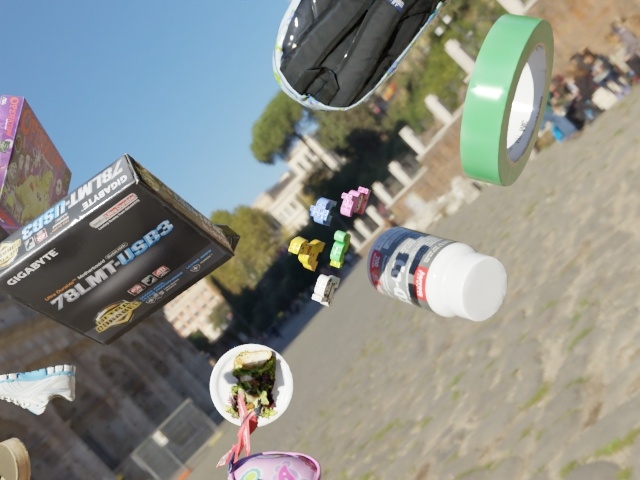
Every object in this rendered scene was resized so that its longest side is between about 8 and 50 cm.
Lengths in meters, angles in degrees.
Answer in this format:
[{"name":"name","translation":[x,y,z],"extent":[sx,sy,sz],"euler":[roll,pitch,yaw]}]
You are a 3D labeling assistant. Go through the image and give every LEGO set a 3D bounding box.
[{"name":"LEGO set","translation":[0.000,0.000,1.562],"extent":[0.093,0.087,0.227],"euler":[9,-81,-62]}]

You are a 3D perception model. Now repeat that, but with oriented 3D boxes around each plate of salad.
[{"name":"plate of salad","translation":[-0.164,0.348,2.071],"extent":[0.200,0.200,0.048],"euler":[-44,1,-2]}]

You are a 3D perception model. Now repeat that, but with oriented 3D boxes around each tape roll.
[{"name":"tape roll","translation":[0.360,-0.265,1.657],"extent":[0.321,0.077,0.321],"euler":[-44,-38,-49]}]

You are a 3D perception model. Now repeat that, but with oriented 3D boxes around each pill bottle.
[{"name":"pill bottle","translation":[0.245,0.071,1.846],"extent":[0.161,0.161,0.283],"euler":[-44,33,-21]}]

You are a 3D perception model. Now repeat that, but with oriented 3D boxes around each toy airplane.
[{"name":"toy airplane","translation":[-0.132,0.335,1.466],"extent":[0.151,0.028,0.151],"euler":[-50,29,41]}]

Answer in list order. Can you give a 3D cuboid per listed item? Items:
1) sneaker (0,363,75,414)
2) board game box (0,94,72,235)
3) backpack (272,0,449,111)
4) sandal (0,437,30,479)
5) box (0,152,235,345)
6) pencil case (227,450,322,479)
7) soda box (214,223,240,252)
[{"name":"sneaker","translation":[-0.541,0.282,1.590],"extent":[0.191,0.082,0.071],"euler":[-8,-11,-21]},{"name":"board game box","translation":[-0.561,-0.108,1.675],"extent":[0.347,0.056,0.208],"euler":[93,178,-72]},{"name":"backpack","translation":[0.054,-0.425,1.752],"extent":[0.355,0.290,0.273],"euler":[-63,16,-8]},{"name":"sandal","translation":[-0.442,0.386,1.295],"extent":[0.079,0.088,0.240],"euler":[-16,-48,-47]},{"name":"box","translation":[-0.336,0.027,1.418],"extent":[0.296,0.073,0.293],"euler":[-34,-34,7]},{"name":"pencil case","translation":[-0.059,0.402,1.073],"extent":[0.124,0.124,0.284],"euler":[-41,-46,-67]},{"name":"soda box","translation":[-0.256,-0.004,1.872],"extent":[0.169,0.060,0.053],"euler":[4,-63,-48]}]
